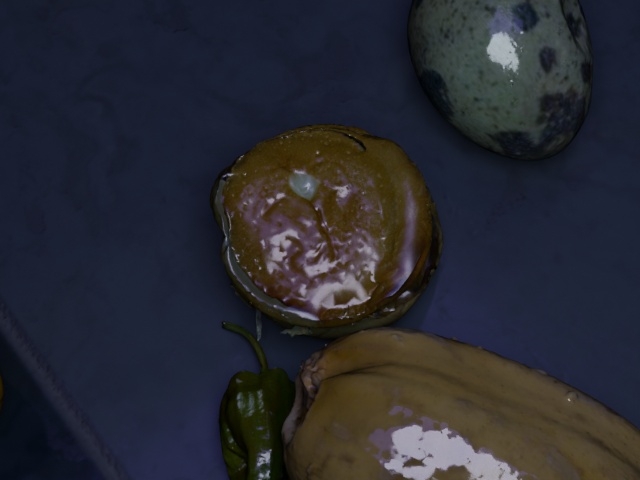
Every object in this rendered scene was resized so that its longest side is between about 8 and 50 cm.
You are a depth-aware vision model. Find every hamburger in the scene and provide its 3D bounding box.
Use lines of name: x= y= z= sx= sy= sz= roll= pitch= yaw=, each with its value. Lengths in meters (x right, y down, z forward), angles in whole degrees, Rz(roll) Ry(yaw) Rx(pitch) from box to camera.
hamburger: x=0.000 y=0.000 z=1.233 sx=0.177 sy=0.113 sz=0.185 roll=30 pitch=81 yaw=6

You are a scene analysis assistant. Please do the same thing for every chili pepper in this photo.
chili pepper: x=-0.045 y=0.149 z=1.192 sx=0.073 sy=0.072 sz=0.204 roll=8 pitch=67 yaw=-5

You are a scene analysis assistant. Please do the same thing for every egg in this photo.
egg: x=0.143 y=-0.147 z=1.261 sx=0.141 sy=0.141 sz=0.182 roll=-20 pitch=76 yaw=-6

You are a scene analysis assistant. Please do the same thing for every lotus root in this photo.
lotus root: x=0.134 y=0.175 z=1.133 sx=0.342 sy=0.151 sz=0.169 roll=24 pitch=35 yaw=1

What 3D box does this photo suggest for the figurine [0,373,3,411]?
figurine: x=-0.341 y=0.065 z=1.169 sx=0.228 sy=0.215 sz=0.215 roll=22 pitch=65 yaw=-36
